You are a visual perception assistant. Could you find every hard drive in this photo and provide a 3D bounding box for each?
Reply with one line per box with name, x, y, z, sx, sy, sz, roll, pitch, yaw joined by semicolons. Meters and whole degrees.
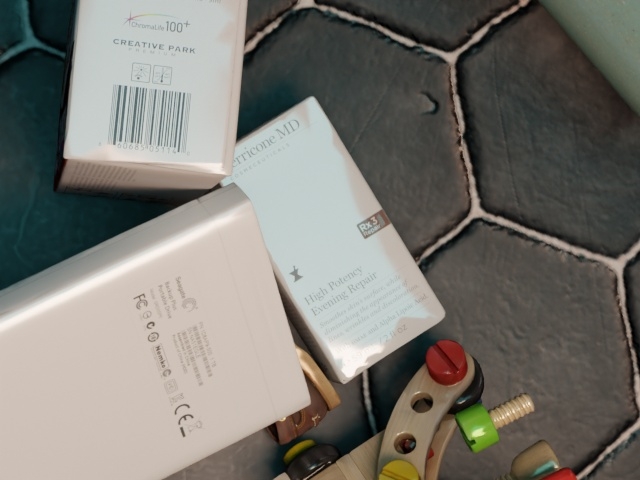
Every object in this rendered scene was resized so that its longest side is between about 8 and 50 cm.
hard drive;-0.193;0.121;1.460;0.353;0.047;0.233;-26;131;-13

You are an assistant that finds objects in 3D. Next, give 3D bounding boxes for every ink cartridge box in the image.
ink cartridge box;-0.140;-0.177;1.488;0.130;0.309;0.271;6;85;-9

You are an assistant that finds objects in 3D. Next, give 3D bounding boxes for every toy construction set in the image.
toy construction set;0.078;0.236;1.522;0.237;0.309;0.257;-25;83;-5

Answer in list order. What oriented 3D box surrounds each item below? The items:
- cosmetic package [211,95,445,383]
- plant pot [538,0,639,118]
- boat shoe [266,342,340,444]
cosmetic package;0.000;0.000;1.617;0.117;0.085;0.231;-33;94;-10
plant pot;0.304;-0.290;1.575;0.341;0.341;0.334;-40;101;-9
boat shoe;-0.067;0.084;1.606;0.073;0.073;0.207;-36;93;-12
